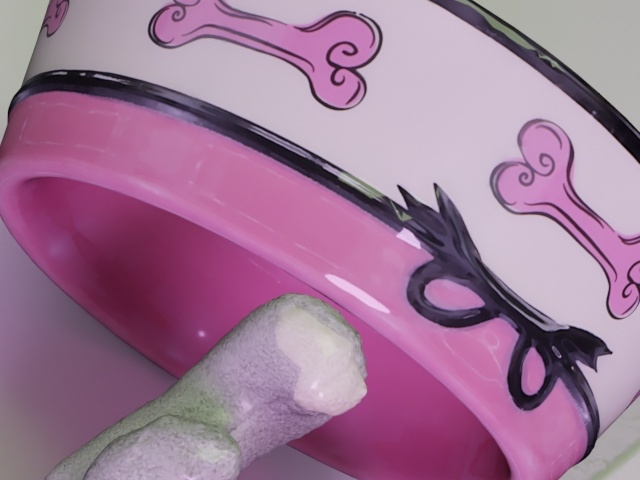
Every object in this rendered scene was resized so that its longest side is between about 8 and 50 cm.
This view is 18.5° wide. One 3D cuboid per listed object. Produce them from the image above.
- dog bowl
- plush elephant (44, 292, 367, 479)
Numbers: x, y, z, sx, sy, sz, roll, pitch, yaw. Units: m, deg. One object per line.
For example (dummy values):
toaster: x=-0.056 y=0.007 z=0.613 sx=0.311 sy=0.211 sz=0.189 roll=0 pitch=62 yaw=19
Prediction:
dog bowl: x=0.000 y=0.000 z=1.069 sx=0.408 sy=0.408 sz=0.150 roll=34 pitch=72 yaw=-10
plush elephant: x=-0.056 y=0.229 z=0.883 sx=0.330 sy=0.272 sz=0.255 roll=-24 pitch=53 yaw=-20
